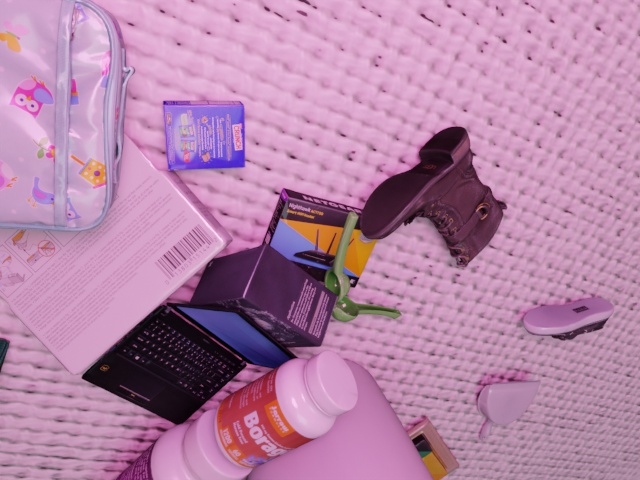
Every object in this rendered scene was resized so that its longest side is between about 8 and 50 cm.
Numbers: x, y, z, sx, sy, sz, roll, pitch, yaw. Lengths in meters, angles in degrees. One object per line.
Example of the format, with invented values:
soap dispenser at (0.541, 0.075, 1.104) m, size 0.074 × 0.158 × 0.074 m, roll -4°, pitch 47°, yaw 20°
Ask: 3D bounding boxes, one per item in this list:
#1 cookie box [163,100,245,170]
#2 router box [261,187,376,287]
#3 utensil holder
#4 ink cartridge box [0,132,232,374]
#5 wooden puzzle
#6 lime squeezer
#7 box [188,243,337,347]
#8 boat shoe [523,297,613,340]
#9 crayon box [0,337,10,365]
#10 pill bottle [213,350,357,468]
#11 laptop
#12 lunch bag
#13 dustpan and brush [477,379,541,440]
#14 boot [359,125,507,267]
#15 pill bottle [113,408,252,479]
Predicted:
cookie box at (-0.161, -0.147, 0.680) m, size 0.107 × 0.040 × 0.092 m, roll -4°, pitch 118°, yaw -16°
router box at (0.000, 0.000, 0.807) m, size 0.178 × 0.046 × 0.133 m, roll 12°, pitch 112°, yaw -25°
utensil holder at (0.039, 0.447, 0.859) m, size 0.327 × 0.385 × 0.328 m, roll -7°, pitch 119°, yaw -14°
ink cartridge box at (-0.321, 0.000, 0.691) m, size 0.296 × 0.066 × 0.261 m, roll -40°, pitch 96°, yaw 5°
wooden puzzle at (0.211, 0.554, 1.174) m, size 0.221 × 0.044 × 0.239 m, roll -33°, pitch 122°, yaw 0°
lime squeezer at (0.054, 0.080, 0.799) m, size 0.109 × 0.059 × 0.310 m, roll -18°, pitch 139°, yaw 10°
box at (-0.089, 0.094, 0.755) m, size 0.158 × 0.156 × 0.093 m, roll 39°, pitch 56°, yaw -30°
boat shoe at (0.544, 0.184, 1.075) m, size 0.228 × 0.080 × 0.076 m, roll -11°, pitch 118°, yaw -22°
crayon box at (-0.621, 0.200, 0.685) m, size 0.278 × 0.081 × 0.165 m, roll 19°, pitch 110°, yaw -26°
pill bottle at (-0.053, 0.257, 0.751) m, size 0.216 × 0.121 × 0.121 m, roll -36°, pitch 124°, yaw 25°
laptop at (-0.187, 0.216, 0.783) m, size 0.264 × 0.136 × 0.234 m, roll -41°, pitch 132°, yaw -3°
lunch bag at (-0.335, -0.152, 0.558) m, size 0.224 × 0.108 × 0.279 m, roll 6°, pitch 108°, yaw -13°
dustpan and brush at (0.428, 0.412, 1.172) m, size 0.147 × 0.060 × 0.211 m, roll 3°, pitch 109°, yaw -18°
boot at (0.207, -0.035, 0.818) m, size 0.263 × 0.091 × 0.229 m, roll -43°, pitch 124°, yaw -11°
pill bottle at (-0.255, 0.433, 0.857) m, size 0.169 × 0.169 × 0.301 m, roll 34°, pitch 112°, yaw -30°
